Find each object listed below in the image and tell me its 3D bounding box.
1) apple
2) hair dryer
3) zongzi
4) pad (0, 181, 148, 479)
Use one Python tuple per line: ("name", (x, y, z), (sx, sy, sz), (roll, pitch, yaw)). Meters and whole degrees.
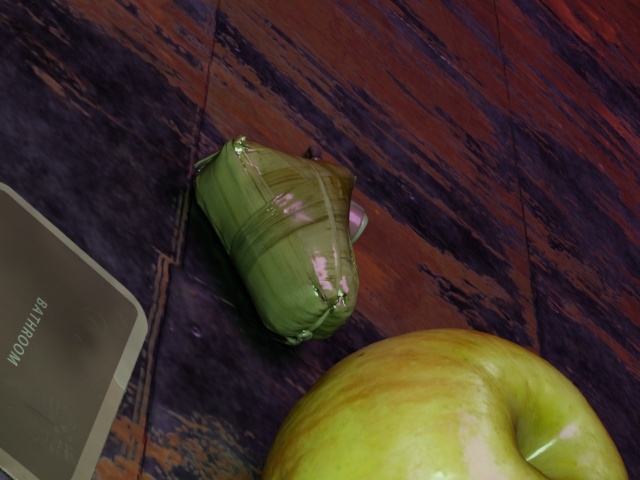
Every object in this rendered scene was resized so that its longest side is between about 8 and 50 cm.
("apple", (0.089, 0.204, 1.236), (0.286, 0.233, 0.286), (35, 33, -27))
("hair dryer", (-0.009, -0.054, 1.663), (0.106, 0.054, 0.154), (38, 17, -14))
("zongzi", (0.000, 0.000, 1.503), (0.197, 0.099, 0.194), (4, 51, -48))
("pad", (-0.206, 0.065, 1.204), (0.176, 0.002, 0.266), (43, 26, -16))
